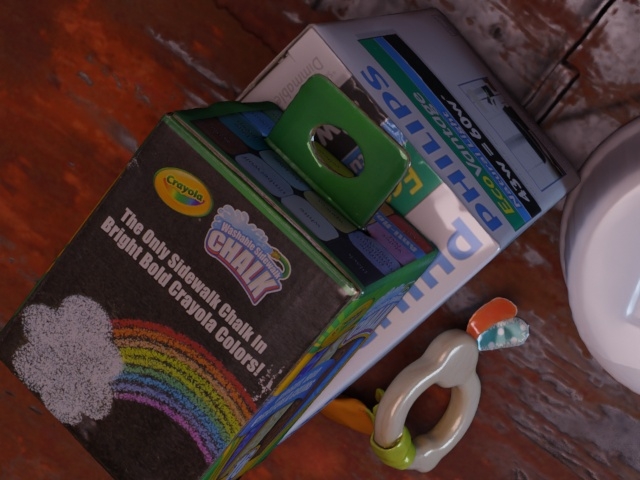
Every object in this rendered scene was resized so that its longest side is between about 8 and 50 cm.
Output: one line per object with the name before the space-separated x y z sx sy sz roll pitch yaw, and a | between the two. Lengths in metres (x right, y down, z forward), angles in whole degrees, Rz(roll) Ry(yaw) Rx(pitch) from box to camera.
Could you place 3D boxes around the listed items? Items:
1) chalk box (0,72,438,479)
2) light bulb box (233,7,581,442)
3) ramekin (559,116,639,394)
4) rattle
chalk box | -0.051 0.019 1.063 0.180 0.179 0.289 44 109 10
light bulb box | 0.000 0.000 1.329 0.358 0.361 0.225 -42 85 21
ramekin | 0.353 0.022 1.395 0.277 0.135 0.277 4 109 11
rattle | 0.102 0.122 1.541 0.130 0.143 0.199 22 98 -29
